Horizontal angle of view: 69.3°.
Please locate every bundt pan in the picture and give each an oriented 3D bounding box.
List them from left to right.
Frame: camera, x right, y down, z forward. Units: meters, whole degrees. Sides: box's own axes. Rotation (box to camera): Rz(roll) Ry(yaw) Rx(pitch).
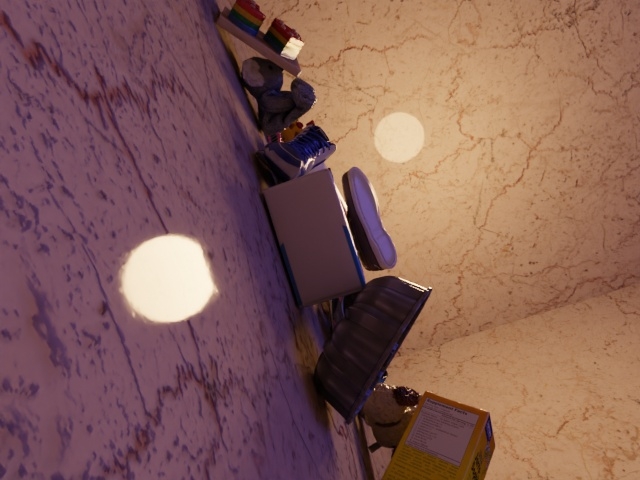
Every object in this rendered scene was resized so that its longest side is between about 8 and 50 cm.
[{"bbox_3d":[0.101,0.211,0.983,0.124,0.330,0.331,31,-10,17],"label":"bundt pan"}]

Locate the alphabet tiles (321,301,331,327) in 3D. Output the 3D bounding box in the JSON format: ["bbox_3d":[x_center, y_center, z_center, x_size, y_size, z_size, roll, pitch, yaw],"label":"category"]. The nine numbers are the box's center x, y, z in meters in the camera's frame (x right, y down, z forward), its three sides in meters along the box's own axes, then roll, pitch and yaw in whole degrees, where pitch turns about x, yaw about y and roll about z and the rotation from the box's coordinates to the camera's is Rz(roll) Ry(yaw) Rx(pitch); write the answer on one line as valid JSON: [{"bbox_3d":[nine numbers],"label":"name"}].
[{"bbox_3d":[0.014,0.182,1.660,0.284,0.021,0.277,45,27,-82],"label":"alphabet tiles"}]

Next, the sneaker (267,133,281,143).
[{"bbox_3d":[-0.166,-0.366,1.549,0.057,0.047,0.119,-132,-157,-71],"label":"sneaker"}]

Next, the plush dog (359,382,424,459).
[{"bbox_3d":[0.208,0.539,1.445,0.225,0.263,0.210,64,29,-26],"label":"plush dog"}]

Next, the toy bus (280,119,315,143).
[{"bbox_3d":[-0.099,-0.348,1.696,0.202,0.105,0.190,23,-58,41],"label":"toy bus"}]

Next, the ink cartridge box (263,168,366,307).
[{"bbox_3d":[0.000,0.000,1.214,0.395,0.167,0.285,19,54,-85],"label":"ink cartridge box"}]

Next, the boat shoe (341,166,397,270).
[{"bbox_3d":[0.127,-0.059,1.397,0.117,0.097,0.324,-30,101,-47],"label":"boat shoe"}]

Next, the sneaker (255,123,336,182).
[{"bbox_3d":[-0.056,-0.237,1.222,0.127,0.182,0.315,44,1,-1],"label":"sneaker"}]

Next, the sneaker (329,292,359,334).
[{"bbox_3d":[0.097,0.280,1.339,0.131,0.112,0.318,130,-50,-63],"label":"sneaker"}]

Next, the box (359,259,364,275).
[{"bbox_3d":[0.081,0.083,1.996,0.142,0.164,0.247,-87,159,-69],"label":"box"}]

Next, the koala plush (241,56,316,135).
[{"bbox_3d":[-0.154,-0.454,1.392,0.221,0.203,0.196,47,15,-24],"label":"koala plush"}]

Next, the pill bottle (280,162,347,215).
[{"bbox_3d":[-0.031,-0.166,1.508,0.283,0.161,0.160,60,9,-30],"label":"pill bottle"}]

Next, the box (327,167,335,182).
[{"bbox_3d":[-0.011,-0.194,1.938,0.184,0.103,0.261,69,-14,-10],"label":"box"}]

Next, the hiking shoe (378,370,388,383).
[{"bbox_3d":[0.192,0.529,1.700,0.113,0.132,0.304,-104,174,-46],"label":"hiking shoe"}]

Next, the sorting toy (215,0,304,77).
[{"bbox_3d":[-0.160,-0.611,1.352,0.257,0.089,0.255,28,24,-22],"label":"sorting toy"}]

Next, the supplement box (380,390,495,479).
[{"bbox_3d":[0.325,0.638,1.279,0.356,0.194,0.195,-49,133,-35],"label":"supplement box"}]

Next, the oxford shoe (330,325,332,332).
[{"bbox_3d":[0.090,0.310,1.551,0.098,0.097,0.271,47,-11,20],"label":"oxford shoe"}]
